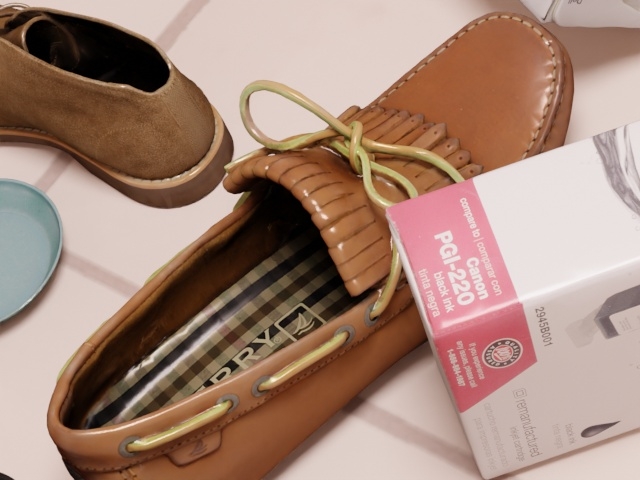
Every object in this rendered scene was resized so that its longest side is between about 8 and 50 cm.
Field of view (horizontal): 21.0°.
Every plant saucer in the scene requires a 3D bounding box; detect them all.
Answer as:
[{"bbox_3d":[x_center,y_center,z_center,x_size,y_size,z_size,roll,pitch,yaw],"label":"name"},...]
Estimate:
[{"bbox_3d":[-0.218,0.014,1.111,0.119,0.021,0.119,-8,54,11],"label":"plant saucer"}]

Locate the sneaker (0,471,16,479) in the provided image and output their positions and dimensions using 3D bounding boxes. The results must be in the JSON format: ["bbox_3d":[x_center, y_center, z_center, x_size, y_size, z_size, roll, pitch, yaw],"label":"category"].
[{"bbox_3d":[-0.166,0.179,0.873,0.483,0.185,0.202,5,35,4],"label":"sneaker"}]

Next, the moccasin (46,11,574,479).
[{"bbox_3d":[-0.002,-0.002,0.980,0.380,0.147,0.139,-39,54,-12],"label":"moccasin"}]

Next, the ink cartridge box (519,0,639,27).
[{"bbox_3d":[0.155,-0.229,1.090,0.154,0.093,0.212,-5,46,-35],"label":"ink cartridge box"}]

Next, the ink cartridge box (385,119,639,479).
[{"bbox_3d":[0.162,0.022,0.909,0.218,0.158,0.092,-21,52,2],"label":"ink cartridge box"}]

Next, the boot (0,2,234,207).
[{"bbox_3d":[-0.199,-0.124,1.147,0.305,0.115,0.112,20,65,28],"label":"boot"}]
